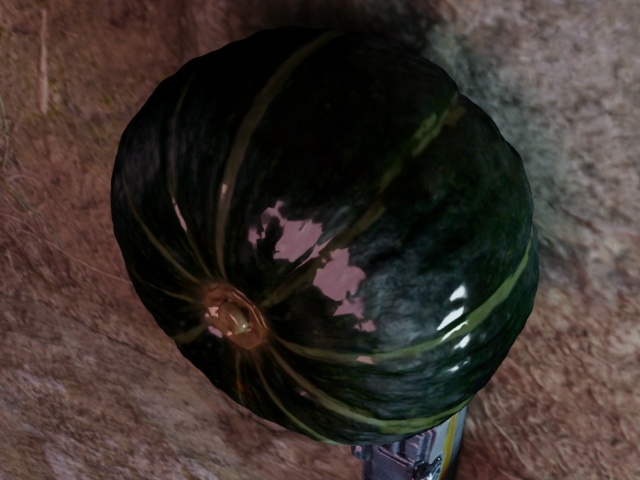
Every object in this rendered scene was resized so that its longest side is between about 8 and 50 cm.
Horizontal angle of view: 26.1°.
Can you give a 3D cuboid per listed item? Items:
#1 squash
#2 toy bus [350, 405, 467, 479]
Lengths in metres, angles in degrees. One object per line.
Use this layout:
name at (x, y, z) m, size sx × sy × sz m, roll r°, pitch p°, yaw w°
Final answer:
squash at (0.000, 0.000, 0.790) m, size 0.252 × 0.165 × 0.252 m, roll 28°, pitch 143°, yaw 23°
toy bus at (0.064, 0.162, 1.003) m, size 0.064 × 0.075 × 0.190 m, roll 25°, pitch 144°, yaw 20°
